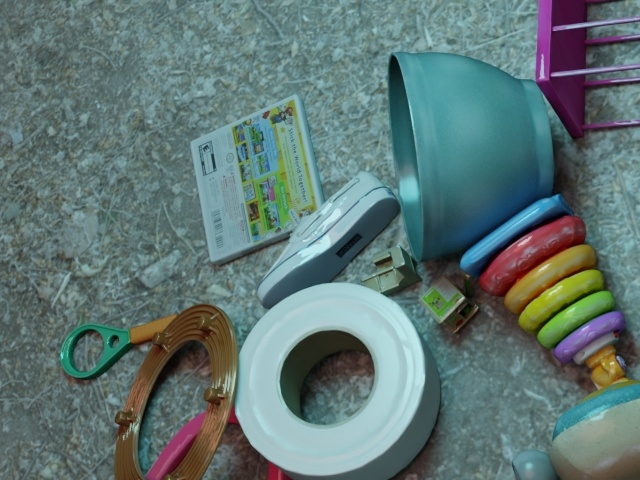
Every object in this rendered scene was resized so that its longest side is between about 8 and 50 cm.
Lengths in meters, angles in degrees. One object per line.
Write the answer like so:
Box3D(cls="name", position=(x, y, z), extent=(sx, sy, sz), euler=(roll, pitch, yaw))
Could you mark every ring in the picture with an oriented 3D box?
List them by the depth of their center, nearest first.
Box3D(cls="ring", position=(-0.226, 0.249, 2.011), extent=(0.336, 0.032, 0.337), euler=(-39, 39, 41))

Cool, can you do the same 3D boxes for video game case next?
Box3D(cls="video game case", position=(-0.101, -0.097, 2.164), extent=(0.206, 0.026, 0.227), euler=(-22, 62, 20))

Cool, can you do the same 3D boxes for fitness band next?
Box3D(cls="fitness band", position=(-0.162, 0.385, 2.012), extent=(0.209, 0.054, 0.291), euler=(38, 93, 30))

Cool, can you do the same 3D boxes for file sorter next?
Box3D(cls="file sorter", position=(0.412, -0.318, 1.864), extent=(0.182, 0.202, 0.291), euler=(-3, 71, 24))

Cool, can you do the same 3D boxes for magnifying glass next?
Box3D(cls="magnifying glass", position=(-0.324, 0.162, 2.192), extent=(0.231, 0.026, 0.092), euler=(-18, 65, 21))

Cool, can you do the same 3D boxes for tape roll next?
Box3D(cls="tape roll", position=(0.021, 0.207, 1.916), extent=(0.286, 0.100, 0.286), euler=(-7, 65, 16))

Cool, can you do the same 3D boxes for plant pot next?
Box3D(cls="plant pot", position=(0.211, -0.127, 1.879), extent=(0.196, 0.293, 0.293), euler=(-8, 66, -3))

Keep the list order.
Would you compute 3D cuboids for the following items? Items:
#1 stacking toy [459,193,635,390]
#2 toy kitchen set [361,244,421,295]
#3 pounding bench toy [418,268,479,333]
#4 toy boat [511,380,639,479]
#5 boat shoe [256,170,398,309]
Box3D(cls="stacking toy", position=(0.335, 0.102, 1.797), extent=(0.165, 0.175, 0.302), euler=(-36, 71, 12))
Box3D(cls="toy kitchen set", position=(0.091, 0.033, 1.983), extent=(0.083, 0.075, 0.068), euler=(-23, 62, 15))
Box3D(cls="pounding bench toy", position=(0.194, 0.081, 1.916), extent=(0.083, 0.065, 0.052), euler=(-46, 57, 6))
Box3D(cls="toy boat", position=(0.352, 0.265, 1.684), extent=(0.318, 0.267, 0.148), euler=(-51, 46, 39))
Box3D(cls="boat shoe", position=(0.000, 0.000, 2.044), extent=(0.258, 0.095, 0.084), euler=(-38, 55, -1))
